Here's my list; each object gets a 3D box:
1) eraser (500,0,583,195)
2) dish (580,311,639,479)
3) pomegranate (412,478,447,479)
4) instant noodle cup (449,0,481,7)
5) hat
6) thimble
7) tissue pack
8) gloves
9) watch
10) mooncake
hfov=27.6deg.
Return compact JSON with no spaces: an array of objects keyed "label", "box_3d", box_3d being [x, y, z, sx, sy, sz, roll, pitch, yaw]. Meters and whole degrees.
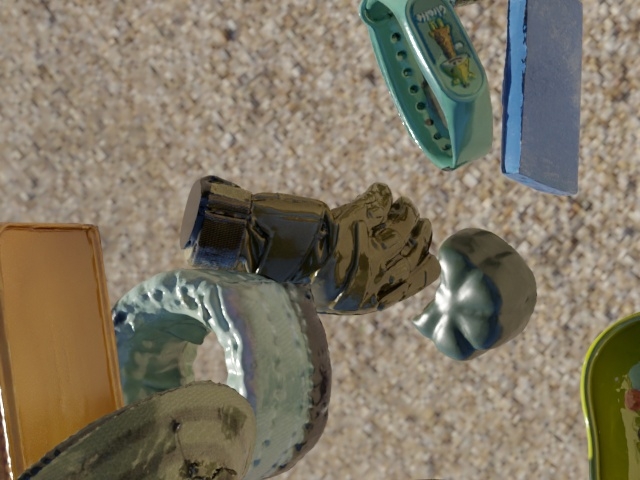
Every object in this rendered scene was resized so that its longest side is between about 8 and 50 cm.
[{"label":"eraser","box_3d":[0.330,-0.227,1.933,0.144,0.312,0.042,16,163,-41]},{"label":"dish","box_3d":[0.368,0.204,1.349,0.221,0.262,0.108,5,171,1]},{"label":"pomegranate","box_3d":[0.064,0.197,0.672,0.163,0.125,0.138,22,118,61]},{"label":"instant noodle cup","box_3d":[0.260,-0.422,1.733,0.236,0.215,0.215,-10,128,6]},{"label":"hat","box_3d":[-0.097,0.209,0.746,0.110,0.252,0.252,40,147,26]},{"label":"thimble","box_3d":[-0.105,0.132,1.299,0.237,0.150,0.237,0,90,34]},{"label":"tissue pack","box_3d":[-0.288,0.104,0.877,0.274,0.145,0.194,-11,87,18]},{"label":"gloves","box_3d":[0.002,0.008,1.503,0.141,0.331,0.154,-122,48,-59]},{"label":"watch","box_3d":[0.125,-0.198,1.508,0.237,0.068,0.195,63,169,7]},{"label":"mooncake","box_3d":[0.199,0.073,1.746,0.168,0.104,0.175,3,107,44]}]
